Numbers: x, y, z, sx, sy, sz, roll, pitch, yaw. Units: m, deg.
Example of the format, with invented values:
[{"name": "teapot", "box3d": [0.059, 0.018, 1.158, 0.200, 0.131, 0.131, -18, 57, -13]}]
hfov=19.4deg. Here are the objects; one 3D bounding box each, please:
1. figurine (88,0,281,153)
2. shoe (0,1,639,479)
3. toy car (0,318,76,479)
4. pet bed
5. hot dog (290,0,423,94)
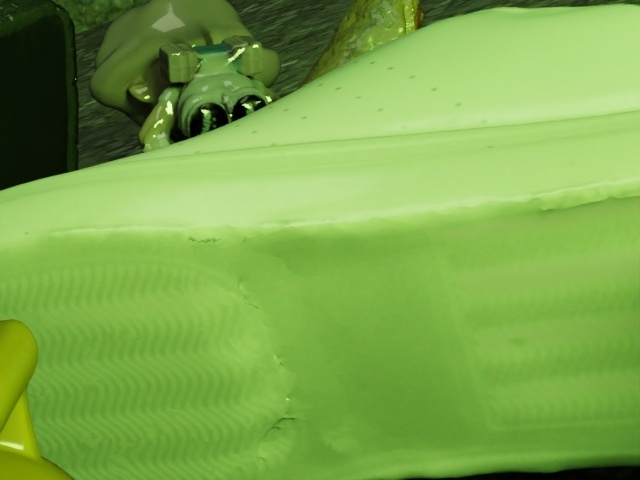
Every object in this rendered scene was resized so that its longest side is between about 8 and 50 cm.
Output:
[{"name": "figurine", "box3d": [-0.090, -0.112, 1.298, 0.137, 0.112, 0.229, -16, 22, -10]}, {"name": "shoe", "box3d": [0.000, 0.000, 0.578, 0.363, 0.132, 0.160, -10, 30, 20]}, {"name": "toy car", "box3d": [-0.149, 0.103, 0.383, 0.248, 0.142, 0.200, -17, 12, 2]}, {"name": "pet bed", "box3d": [-0.265, -0.063, 1.112, 0.159, 0.183, 0.211, 21, 36, 30]}, {"name": "hot dog", "box3d": [0.022, -0.094, 1.142, 0.169, 0.061, 0.078, -55, 20, -24]}]
